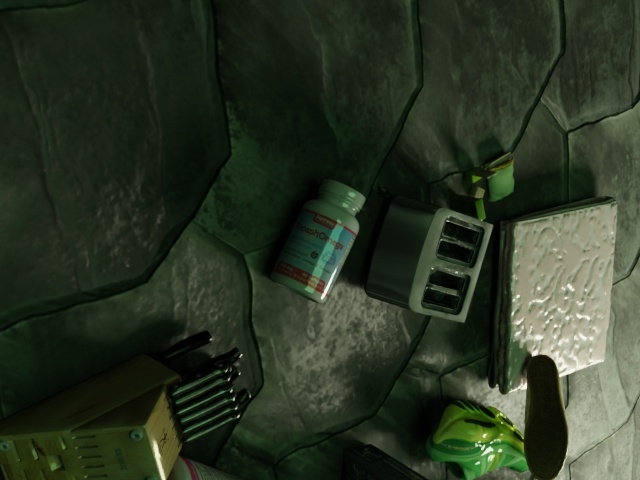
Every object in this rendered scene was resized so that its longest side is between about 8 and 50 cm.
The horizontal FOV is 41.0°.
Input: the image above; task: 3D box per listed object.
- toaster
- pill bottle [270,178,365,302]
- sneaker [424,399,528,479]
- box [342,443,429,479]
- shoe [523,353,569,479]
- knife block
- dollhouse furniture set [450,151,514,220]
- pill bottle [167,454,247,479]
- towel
[{"bbox_3d":[0.163,0.025,1.309,0.186,0.110,0.168,16,90,-40],"label":"toaster"},{"bbox_3d":[0.000,0.000,1.186,0.087,0.087,0.160,30,81,-40],"label":"pill bottle"},{"bbox_3d":[0.278,0.360,1.512,0.123,0.109,0.295,-46,136,14],"label":"sneaker"},{"bbox_3d":[0.118,0.440,1.300,0.059,0.233,0.183,-5,104,-35],"label":"box"},{"bbox_3d":[0.396,0.312,1.499,0.058,0.077,0.219,51,41,-63],"label":"shoe"},{"bbox_3d":[-0.234,0.203,1.066,0.276,0.242,0.088,-7,111,9],"label":"knife block"},{"bbox_3d":[0.287,-0.087,1.413,0.152,0.058,0.076,-29,119,-30],"label":"dollhouse furniture set"},{"bbox_3d":[-0.133,0.392,1.132,0.283,0.160,0.160,35,79,-39],"label":"pill bottle"},{"bbox_3d":[0.436,0.098,1.587,0.317,0.053,0.331,-10,108,-36],"label":"towel"}]
